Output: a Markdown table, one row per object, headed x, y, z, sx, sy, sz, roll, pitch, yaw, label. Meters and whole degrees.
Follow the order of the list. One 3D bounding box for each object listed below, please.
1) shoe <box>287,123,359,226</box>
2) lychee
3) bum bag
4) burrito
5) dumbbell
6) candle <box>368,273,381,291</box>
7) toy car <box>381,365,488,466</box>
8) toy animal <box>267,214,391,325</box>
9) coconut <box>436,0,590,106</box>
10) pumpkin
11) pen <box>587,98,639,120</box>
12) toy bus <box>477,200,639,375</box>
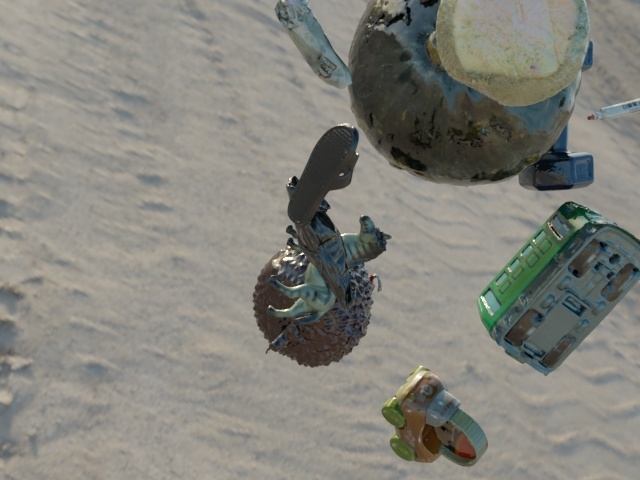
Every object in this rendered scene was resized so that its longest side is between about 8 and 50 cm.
| x | y | z | sx | sy | sz | roll | pitch | yaw | label |
| --- | --- | --- | --- | --- | --- | --- | --- | --- | --- |
| 0.012 | -0.087 | 1.391 | 0.053 | 0.159 | 0.062 | 15 | 24 | -46 | shoe |
| -0.016 | 0.133 | 2.139 | 0.264 | 0.264 | 0.300 | 35 | 53 | 4 | lychee |
| -0.001 | 0.000 | 1.604 | 0.102 | 0.069 | 0.248 | 55 | -9 | 50 | bum bag |
| -0.010 | -0.321 | 1.676 | 0.203 | 0.064 | 0.064 | 53 | 7 | -42 | burrito |
| 0.482 | -0.259 | 2.109 | 0.156 | 0.316 | 0.143 | 0 | 8 | 18 | dumbbell |
| 0.091 | 0.119 | 2.257 | 0.053 | 0.162 | 0.048 | -9 | 64 | -26 | candle |
| 0.268 | 0.408 | 2.268 | 0.235 | 0.235 | 0.145 | 39 | 58 | 11 | toy car |
| 0.012 | 0.051 | 1.768 | 0.176 | 0.217 | 0.073 | 18 | -6 | 10 | toy animal |
| 0.183 | -0.201 | 0.963 | 0.147 | 0.147 | 0.153 | 34 | 18 | 2 | coconut |
| 0.265 | -0.321 | 1.924 | 0.454 | 0.454 | 0.344 | 43 | 15 | 19 | pumpkin |
| 0.572 | -0.243 | 1.848 | 0.218 | 0.026 | 0.026 | -15 | 46 | -19 | pen |
| 0.486 | 0.084 | 2.087 | 0.183 | 0.343 | 0.199 | 34 | 15 | -26 | toy bus |
